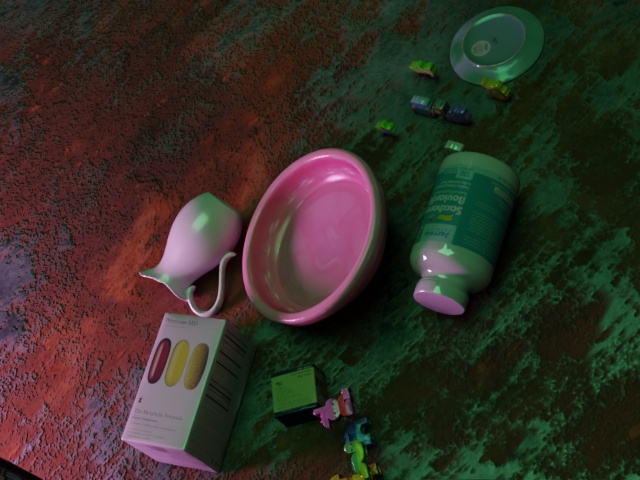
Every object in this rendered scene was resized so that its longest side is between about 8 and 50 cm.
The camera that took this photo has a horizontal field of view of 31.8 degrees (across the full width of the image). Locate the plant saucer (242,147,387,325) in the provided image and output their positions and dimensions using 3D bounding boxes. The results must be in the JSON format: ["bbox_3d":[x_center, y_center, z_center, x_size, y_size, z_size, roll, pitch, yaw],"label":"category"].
[{"bbox_3d":[0.000,0.000,2.021,0.332,0.084,0.332,-22,57,37],"label":"plant saucer"}]

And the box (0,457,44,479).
[{"bbox_3d":[-0.498,0.545,1.814,0.097,0.395,0.318,-3,62,22],"label":"box"}]

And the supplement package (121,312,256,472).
[{"bbox_3d":[-0.230,0.269,2.005,0.139,0.134,0.244,4,64,27],"label":"supplement package"}]

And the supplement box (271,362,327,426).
[{"bbox_3d":[-0.036,0.269,1.961,0.083,0.056,0.083,-17,57,16],"label":"supplement box"}]

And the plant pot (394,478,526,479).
[{"bbox_3d":[0.196,0.468,1.611,0.293,0.293,0.235,-7,74,22],"label":"plant pot"}]

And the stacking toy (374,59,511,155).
[{"bbox_3d":[0.229,-0.247,2.140,0.221,0.052,0.167,21,71,35],"label":"stacking toy"}]

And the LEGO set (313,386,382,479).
[{"bbox_3d":[0.043,0.371,1.853,0.093,0.087,0.227,-21,62,17],"label":"LEGO set"}]

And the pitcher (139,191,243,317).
[{"bbox_3d":[-0.222,0.028,2.161,0.178,0.125,0.207,36,92,15],"label":"pitcher"}]

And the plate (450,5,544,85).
[{"bbox_3d":[0.338,-0.383,2.177,0.188,0.024,0.188,-11,59,19],"label":"plate"}]

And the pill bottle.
[{"bbox_3d":[0.242,-0.009,1.934,0.146,0.146,0.264,8,66,29],"label":"pill bottle"}]
